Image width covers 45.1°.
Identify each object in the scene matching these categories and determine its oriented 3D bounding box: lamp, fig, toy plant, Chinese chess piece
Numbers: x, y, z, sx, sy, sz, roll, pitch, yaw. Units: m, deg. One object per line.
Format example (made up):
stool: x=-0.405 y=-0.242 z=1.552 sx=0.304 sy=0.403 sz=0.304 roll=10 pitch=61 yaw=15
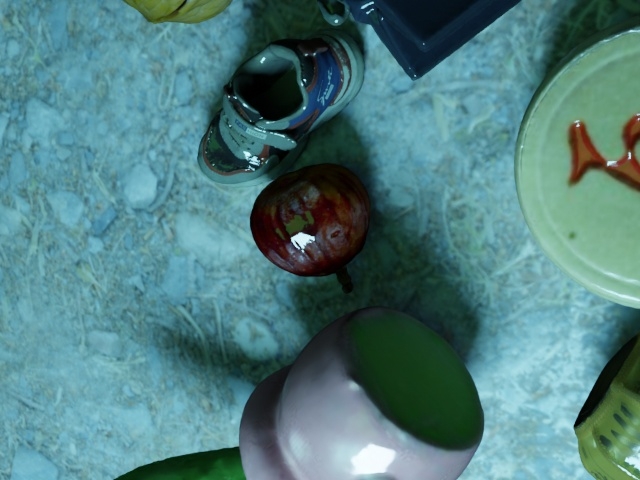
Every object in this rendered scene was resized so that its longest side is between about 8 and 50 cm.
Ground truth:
lamp: x=0.327 y=0.172 z=0.661 sx=0.185 sy=0.161 sz=0.161 roll=35 pitch=115 yaw=15
fig: x=-0.014 y=-0.010 z=0.804 sx=0.128 sy=0.128 sz=0.150 roll=20 pitch=116 yaw=21
toy plant: x=-0.021 y=0.223 z=0.796 sx=0.317 sy=0.211 sz=0.356 roll=23 pitch=132 yaw=-24
Chinese chess piece: x=0.291 y=-0.065 z=0.649 sx=0.249 sy=0.103 sz=0.250 roll=6 pitch=103 yaw=26

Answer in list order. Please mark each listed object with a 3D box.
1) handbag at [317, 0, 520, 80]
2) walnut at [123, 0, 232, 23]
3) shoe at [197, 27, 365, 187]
handbag: x=0.041 y=-0.308 z=0.649 sx=0.269 sy=0.118 sz=0.326 roll=-38 pitch=81 yaw=-11
walnut: x=-0.143 y=-0.318 z=0.763 sx=0.167 sy=0.167 sz=0.207 roll=19 pitch=105 yaw=21
shoe: x=-0.059 y=-0.128 z=0.794 sx=0.227 sy=0.125 sz=0.099 roll=-40 pitch=86 yaw=27
